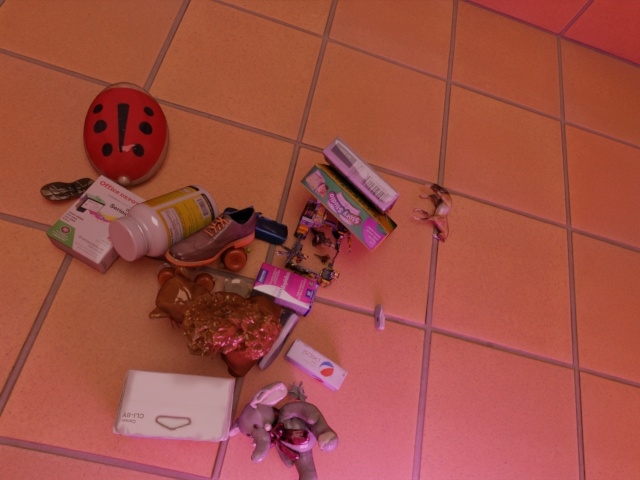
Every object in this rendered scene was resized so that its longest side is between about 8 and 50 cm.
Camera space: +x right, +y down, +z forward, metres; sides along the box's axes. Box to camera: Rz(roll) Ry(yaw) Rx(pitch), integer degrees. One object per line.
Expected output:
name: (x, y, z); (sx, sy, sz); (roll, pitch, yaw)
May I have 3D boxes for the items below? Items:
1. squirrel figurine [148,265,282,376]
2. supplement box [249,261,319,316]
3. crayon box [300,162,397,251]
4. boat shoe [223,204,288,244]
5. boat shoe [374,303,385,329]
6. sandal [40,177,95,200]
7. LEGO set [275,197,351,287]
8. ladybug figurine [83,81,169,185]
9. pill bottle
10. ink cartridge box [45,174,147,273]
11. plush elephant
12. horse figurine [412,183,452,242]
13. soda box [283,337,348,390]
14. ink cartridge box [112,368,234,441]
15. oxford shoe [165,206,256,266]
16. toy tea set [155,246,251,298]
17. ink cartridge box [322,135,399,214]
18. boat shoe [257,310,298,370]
squirrel figurine: (-0.325, 0.230, 1.441); (0.371, 0.397, 0.280); (34, 74, -11)
supplement box: (-0.131, 0.179, 1.681); (0.220, 0.114, 0.111); (20, 65, -4)
crayon box: (0.121, -0.136, 1.779); (0.363, 0.313, 0.106); (44, 104, 6)
boat shoe: (-0.248, -0.065, 1.774); (0.259, 0.109, 0.088); (27, 55, -21)
boat shoe: (0.231, 0.293, 1.777); (0.035, 0.035, 0.100); (23, 56, -36)
sandal: (-0.900, -0.178, 1.665); (0.180, 0.049, 0.072); (-22, 80, -38)
LEGO set: (0.000, 0.000, 1.747); (0.255, 0.192, 0.331); (29, 63, -2)
ladybug figurine: (-0.730, -0.416, 1.745); (0.306, 0.162, 0.448); (-4, 69, -17)
pill bottle: (-0.527, -0.058, 1.578); (0.188, 0.188, 0.334); (50, 43, 9)
ink cartridge box: (-0.755, -0.059, 1.609); (0.202, 0.117, 0.278); (30, 63, -1)
plush elephant: (-0.135, 0.579, 1.431); (0.256, 0.271, 0.329); (6, 36, -27)
horse figurine: (0.504, -0.141, 2.018); (0.175, 0.066, 0.263); (23, 66, 2)
soda box: (-0.018, 0.435, 1.625); (0.216, 0.069, 0.073); (33, 64, 1)
ink cartridge box: (-0.402, 0.481, 1.323); (0.280, 0.384, 0.160); (9, 66, -12)
oxford shoe: (-0.358, -0.025, 1.551); (0.130, 0.132, 0.364); (33, 36, 20)
toy tea set: (-0.409, 0.101, 1.660); (0.337, 0.124, 0.199); (9, 95, -15)
ink cartridge box: (0.154, -0.223, 1.812); (0.308, 0.385, 0.091); (44, 88, 7)
boat shoe: (-0.164, 0.341, 1.626); (0.076, 0.080, 0.228); (26, 65, 16)
